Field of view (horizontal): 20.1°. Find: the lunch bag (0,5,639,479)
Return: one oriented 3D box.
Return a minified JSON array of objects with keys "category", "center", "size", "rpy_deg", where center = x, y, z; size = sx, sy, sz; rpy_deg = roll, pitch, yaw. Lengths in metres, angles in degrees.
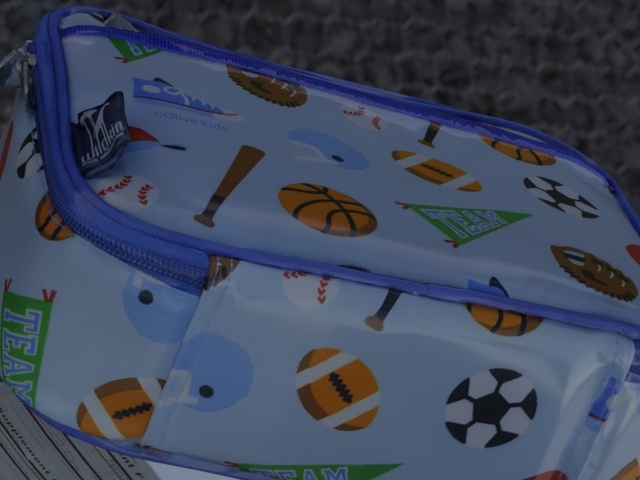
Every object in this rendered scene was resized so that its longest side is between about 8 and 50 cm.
[{"category":"lunch bag","center":[0.000,0.000,0.765],"size":[0.303,0.115,0.243],"rpy_deg":[15,26,-18]}]

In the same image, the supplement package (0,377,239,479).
[{"category":"supplement package","center":[-0.137,0.104,1.162],"size":[0.134,0.244,0.139],"rpy_deg":[54,54,-19]}]
